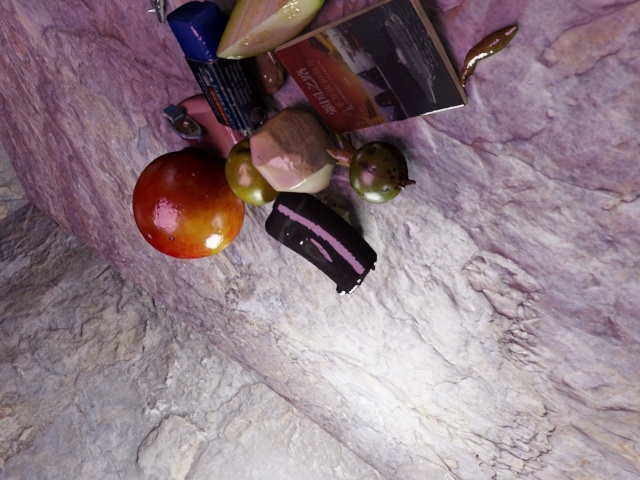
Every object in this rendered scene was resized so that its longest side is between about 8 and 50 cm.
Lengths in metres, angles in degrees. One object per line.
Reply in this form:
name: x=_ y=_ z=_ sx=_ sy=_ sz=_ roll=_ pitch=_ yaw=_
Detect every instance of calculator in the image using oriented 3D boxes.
calculator: x=-0.357 y=-0.354 z=1.541 sx=0.330 sy=0.048 sz=0.220 roll=7 pitch=133 yaw=44

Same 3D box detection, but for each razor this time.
razor: x=0.000 y=-0.001 z=1.376 sx=0.349 sy=0.113 sz=0.204 roll=39 pitch=140 yaw=3

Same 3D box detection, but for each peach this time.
peach: x=-0.436 y=-0.127 z=1.592 sx=0.389 sy=0.388 sz=0.388 roll=26 pitch=142 yaw=23

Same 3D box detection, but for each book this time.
book: x=0.099 y=-0.360 z=1.048 sx=0.374 sy=0.028 sz=0.262 roll=-1 pitch=142 yaw=45

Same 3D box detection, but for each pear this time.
pear: x=-0.187 y=-0.203 z=1.418 sx=0.198 sy=0.198 sz=0.198 roll=26 pitch=142 yaw=23

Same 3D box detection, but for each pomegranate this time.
pomegranate: x=0.123 y=-0.188 z=1.174 sx=0.220 sy=0.156 sz=0.156 roll=58 pitch=151 yaw=23

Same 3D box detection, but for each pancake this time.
pancake: x=-0.178 y=-0.475 z=1.237 sx=0.242 sy=0.050 sz=0.241 roll=37 pitch=154 yaw=21

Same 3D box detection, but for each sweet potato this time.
sweet potato: x=0.304 y=-0.350 z=0.898 sx=0.041 sy=0.038 sz=0.153 roll=64 pitch=148 yaw=10

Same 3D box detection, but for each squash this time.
squash: x=-0.092 y=-0.466 z=1.041 sx=0.203 sy=0.111 sz=0.288 roll=54 pitch=128 yaw=26

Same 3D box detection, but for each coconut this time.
coconut: x=-0.067 y=-0.218 z=1.255 sx=0.197 sy=0.237 sz=0.236 roll=-31 pitch=106 yaw=17

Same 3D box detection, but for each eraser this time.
eraser: x=-0.253 y=-0.429 z=1.235 sx=0.155 sy=0.101 sz=0.332 roll=30 pitch=155 yaw=42

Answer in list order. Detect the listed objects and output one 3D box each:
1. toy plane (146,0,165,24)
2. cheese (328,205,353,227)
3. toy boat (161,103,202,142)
toy plane: x=-0.445 y=-0.666 z=1.271 sx=0.159 sy=0.083 sz=0.234 roll=63 pitch=149 yaw=19
cheese: x=0.012 y=-0.037 z=1.486 sx=0.249 sy=0.071 sz=0.163 roll=14 pitch=135 yaw=35
toy boat: x=-0.431 y=-0.365 z=1.510 sx=0.173 sy=0.069 sz=0.058 roll=43 pitch=158 yaw=16
